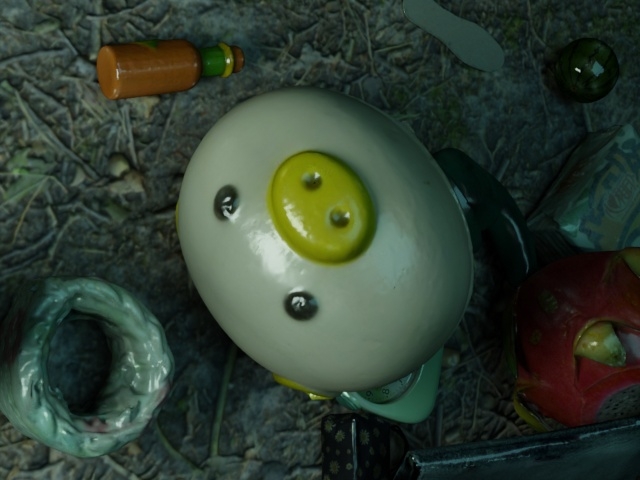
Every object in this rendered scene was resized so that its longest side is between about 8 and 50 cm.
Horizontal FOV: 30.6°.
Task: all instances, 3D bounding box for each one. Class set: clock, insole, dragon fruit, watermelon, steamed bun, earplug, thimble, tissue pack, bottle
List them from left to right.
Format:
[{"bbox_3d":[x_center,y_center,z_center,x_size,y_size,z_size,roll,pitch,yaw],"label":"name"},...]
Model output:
[{"bbox_3d":[-0.275,0.132,1.317,0.185,0.149,0.211,-29,102,-28],"label":"thimble"},{"bbox_3d":[-0.181,-0.216,1.449,0.187,0.069,0.069,-11,92,-33],"label":"bottle"},{"bbox_3d":[0.003,0.000,1.382,0.334,0.334,0.374,-30,76,-29],"label":"steamed bun"},{"bbox_3d":[0.066,0.153,1.568,0.211,0.066,0.159,17,77,-28],"label":"clock"},{"bbox_3d":[0.168,-0.019,1.618,0.280,0.164,0.257,-28,138,-18],"label":"earplug"},{"bbox_3d":[0.197,-0.305,1.717,0.197,0.004,0.065,26,73,-27],"label":"insole"},{"bbox_3d":[0.410,-0.264,1.788,0.109,0.109,0.109,3,85,-31],"label":"watermelon"},{"bbox_3d":[0.401,0.171,1.636,0.290,0.290,0.189,30,32,-26],"label":"dragon fruit"},{"bbox_3d":[0.477,0.008,1.794,0.311,0.128,0.228,47,65,-18],"label":"tissue pack"}]

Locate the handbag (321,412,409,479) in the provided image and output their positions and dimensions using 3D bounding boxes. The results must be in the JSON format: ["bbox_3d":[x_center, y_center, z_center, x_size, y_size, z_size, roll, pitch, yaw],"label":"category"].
[{"bbox_3d":[0.068,0.287,1.566,0.139,0.072,0.115,4,82,-44],"label":"handbag"}]

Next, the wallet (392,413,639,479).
[{"bbox_3d":[0.275,0.313,1.575,0.379,0.191,0.046,-5,53,-18],"label":"wallet"}]

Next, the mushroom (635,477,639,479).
[{"bbox_3d":[0.501,0.409,1.797,0.328,0.122,0.159,4,48,-32],"label":"mushroom"}]
